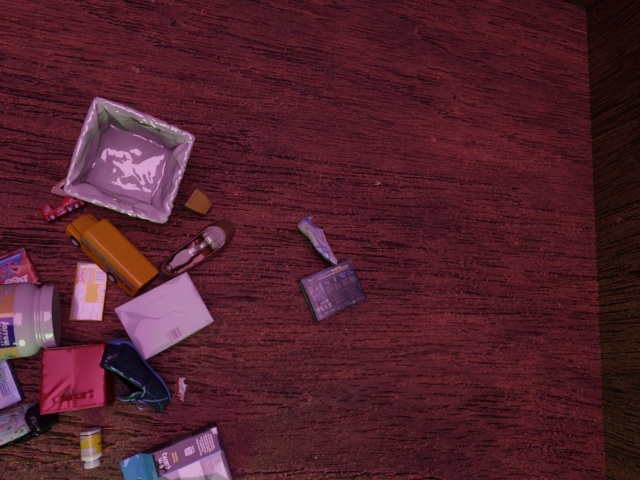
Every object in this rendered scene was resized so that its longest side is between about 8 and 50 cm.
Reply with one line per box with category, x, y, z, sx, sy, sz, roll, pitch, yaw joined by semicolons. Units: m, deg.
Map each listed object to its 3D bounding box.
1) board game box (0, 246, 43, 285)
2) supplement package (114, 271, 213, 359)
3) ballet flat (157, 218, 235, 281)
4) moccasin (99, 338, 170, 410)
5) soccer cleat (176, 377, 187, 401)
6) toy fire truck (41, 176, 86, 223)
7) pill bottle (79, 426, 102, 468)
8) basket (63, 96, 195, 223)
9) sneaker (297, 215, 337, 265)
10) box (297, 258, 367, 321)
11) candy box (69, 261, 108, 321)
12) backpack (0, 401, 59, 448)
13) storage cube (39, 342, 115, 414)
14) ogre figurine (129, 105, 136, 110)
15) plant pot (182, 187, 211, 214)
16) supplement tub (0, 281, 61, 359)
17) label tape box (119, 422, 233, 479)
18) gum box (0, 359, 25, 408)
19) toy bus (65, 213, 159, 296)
board game box;-1.114;0.147;1.515;0.282;0.027;0.144;-27;89;-19
supplement package;-0.545;0.268;1.592;0.262;0.145;0.203;-29;87;-19
ballet flat;-0.456;0.030;1.678;0.343;0.124;0.116;-36;91;-20
moccasin;-0.619;0.464;1.471;0.341;0.138;0.116;67;31;-33
soccer cleat;-0.494;0.534;1.615;0.036;0.029;0.083;-11;77;-14
toy fire truck;-0.921;-0.160;1.622;0.192;0.047;0.135;-31;88;-19
pill bottle;-0.758;0.686;1.488;0.065;0.065;0.116;-4;81;-17
basket;-0.652;-0.262;1.552;0.329;0.266;0.330;19;88;-24
sneaker;0.000;0.000;1.817;0.086;0.085;0.237;-37;76;-2
box;0.049;0.199;1.824;0.233;0.059;0.183;-23;86;-18
candy box;-0.817;0.182;1.593;0.105;0.027;0.205;5;77;-15
backpack;-0.955;0.584;1.422;0.182;0.152;0.115;-20;79;-7
storage cube;-0.777;0.444;1.458;0.184;0.215;0.192;-3;74;-16
ogre figurine;-0.710;-0.430;1.719;0.197;0.097;0.118;43;52;-20
plant pot;-0.470;-0.139;1.734;0.083;0.081;0.081;36;71;-17
supplement tub;-1.011;0.254;1.401;0.332;0.241;0.240;-4;80;-23
label tape box;-0.481;0.805;1.523;0.334;0.106;0.240;-17;84;-19
gum box;-1.084;0.482;1.448;0.185;0.041;0.156;-22;86;-18
toy bus;-0.731;0.042;1.578;0.332;0.130;0.108;46;49;-3
